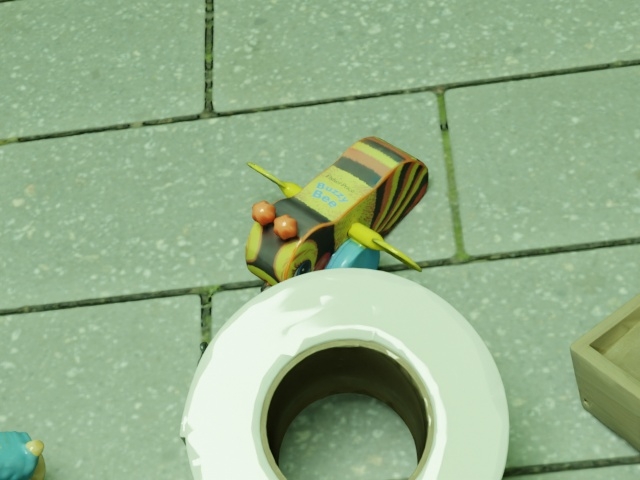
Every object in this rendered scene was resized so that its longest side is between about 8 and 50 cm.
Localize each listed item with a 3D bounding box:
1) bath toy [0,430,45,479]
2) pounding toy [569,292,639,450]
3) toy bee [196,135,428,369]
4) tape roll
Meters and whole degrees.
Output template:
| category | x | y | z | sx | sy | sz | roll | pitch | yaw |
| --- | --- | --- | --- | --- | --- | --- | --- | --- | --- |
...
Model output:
| category | x | y | z | sx | sy | sz | roll | pitch | yaw |
| --- | --- | --- | --- | --- | --- | --- | --- | --- | --- |
| bath toy | -0.205 | 0.322 | 0.980 | 0.129 | 0.151 | 0.348 | -47 | 59 | 20 |
| pounding toy | 0.348 | 0.118 | 1.020 | 0.181 | 0.094 | 0.206 | -34 | 41 | -16 |
| toy bee | 0.000 | 0.000 | 1.138 | 0.195 | 0.162 | 0.298 | 12 | 59 | 15 |
| tape roll | 0.022 | 0.162 | 0.989 | 0.246 | 0.169 | 0.246 | -1 | 70 | 2 |
